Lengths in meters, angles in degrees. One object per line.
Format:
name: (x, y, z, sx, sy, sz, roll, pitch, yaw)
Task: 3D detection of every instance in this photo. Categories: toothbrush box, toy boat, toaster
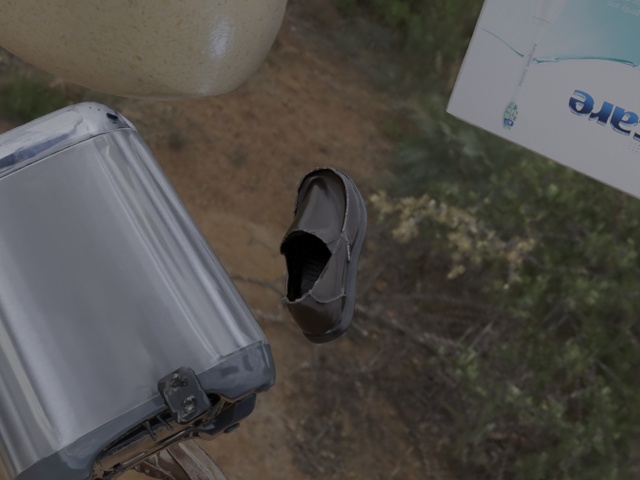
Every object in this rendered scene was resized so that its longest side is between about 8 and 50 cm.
toothbrush box: (0.239, -0.176, 0.682, 0.216, 0.296, 0.126, 28, 20, 28)
toy boat: (-0.069, -0.201, 0.501, 0.267, 0.318, 0.148, 46, 42, -31)
toaster: (-0.107, 0.037, 0.505, 0.129, 0.227, 0.146, -28, 81, -14)

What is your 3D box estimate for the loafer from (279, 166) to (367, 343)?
loafer: (0.000, 0.000, 1.173, 0.078, 0.080, 0.220, 46, 33, -44)

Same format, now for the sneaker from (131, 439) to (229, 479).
sneaker: (-0.165, 0.184, 0.993, 0.188, 0.071, 0.066, 41, -12, 9)
